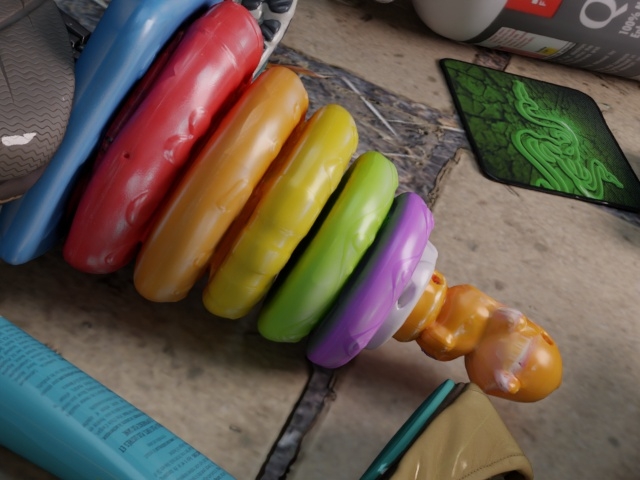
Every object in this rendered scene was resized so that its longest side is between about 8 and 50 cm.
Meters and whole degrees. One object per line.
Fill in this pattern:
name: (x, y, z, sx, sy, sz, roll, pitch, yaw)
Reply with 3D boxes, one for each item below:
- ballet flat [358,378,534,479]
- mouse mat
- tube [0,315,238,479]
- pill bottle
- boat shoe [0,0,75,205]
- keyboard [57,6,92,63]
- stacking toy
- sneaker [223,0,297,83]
ballet flat: (0.028, 0.133, 0.471, 0.073, 0.080, 0.232, 48, 41, 10)
mouse mat: (0.184, -0.091, 0.918, 0.153, 0.007, 0.189, 11, 37, -16)
tube: (-0.115, 0.077, 0.489, 0.207, 0.052, 0.080, 29, 13, 9)
pill bottle: (0.204, -0.268, 0.989, 0.363, 0.210, 0.210, 8, 37, -18)
boat shoe: (-0.243, -0.116, 0.550, 0.132, 0.130, 0.355, -8, 44, -45)
keyboard: (-0.258, -0.096, 0.649, 0.201, 0.033, 0.317, 31, 34, 4)
stacking toy: (0.000, 0.000, 0.591, 0.302, 0.165, 0.175, 32, 23, -5)
sneaker: (-0.053, -0.177, 0.820, 0.107, 0.110, 0.275, 10, 50, 12)
